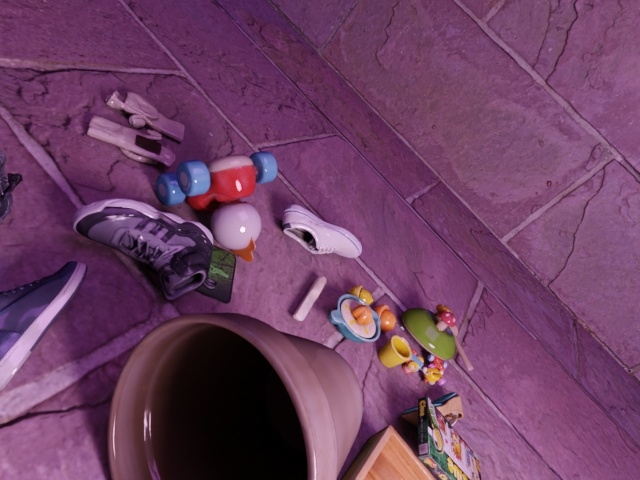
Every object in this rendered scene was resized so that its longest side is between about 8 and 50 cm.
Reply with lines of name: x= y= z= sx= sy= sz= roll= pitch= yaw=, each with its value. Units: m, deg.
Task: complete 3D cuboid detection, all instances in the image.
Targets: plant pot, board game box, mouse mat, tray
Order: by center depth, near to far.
plant pot: x=-0.080 y=0.259 z=0.664 sx=0.323 sy=0.323 sz=0.280 roll=57 pitch=21 yaw=21
tray: x=0.202 y=0.564 z=0.829 sx=0.411 sy=0.076 sz=0.203 roll=49 pitch=31 yaw=10
mouse mat: x=-0.265 y=0.045 z=0.980 sx=0.190 sy=0.007 sz=0.152 roll=28 pitch=34 yaw=-24
board game box: x=0.283 y=0.469 z=1.006 sx=0.259 sy=0.030 sz=0.136 roll=51 pitch=32 yaw=-25

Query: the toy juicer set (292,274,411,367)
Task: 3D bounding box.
toy juicer set: x=0.088 y=0.169 z=1.166 sx=0.329 sy=0.089 sz=0.209 roll=31 pitch=33 yaw=-21

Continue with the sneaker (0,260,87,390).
sneaker: x=-0.445 y=0.073 z=0.649 sx=0.163 sy=0.086 sz=0.226 roll=37 pitch=32 yaw=-18

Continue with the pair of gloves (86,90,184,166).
pair of gloves: x=-0.437 y=-0.280 z=1.141 sx=0.204 sy=0.042 sz=0.240 roll=29 pitch=33 yaw=-24

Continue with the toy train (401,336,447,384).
toy train: x=0.268 y=0.328 z=1.234 sx=0.166 sy=0.046 sz=0.125 roll=30 pitch=21 yaw=-17

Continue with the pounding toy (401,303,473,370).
pounding toy: x=0.356 y=0.246 z=1.333 sx=0.237 sy=0.110 sz=0.183 roll=29 pitch=20 yaw=-28

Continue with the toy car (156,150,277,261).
toy car: x=-0.211 y=-0.061 z=1.052 sx=0.219 sy=0.210 sz=0.237 roll=-17 pitch=94 yaw=-43

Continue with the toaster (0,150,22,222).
toaster: x=-0.537 y=-0.064 z=0.635 sx=0.147 sy=0.129 sz=0.227 roll=9 pitch=33 yaw=-9

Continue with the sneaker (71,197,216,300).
sneaker: x=-0.306 y=0.021 z=0.851 sx=0.269 sy=0.101 sz=0.153 roll=17 pitch=38 yaw=-42

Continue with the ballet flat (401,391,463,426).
ballet flat: x=0.279 y=0.416 z=1.105 sx=0.232 sy=0.080 sz=0.073 roll=4 pitch=63 yaw=-46

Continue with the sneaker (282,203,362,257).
sneaker: x=0.000 y=0.000 z=1.290 sx=0.258 sy=0.094 sz=0.091 roll=27 pitch=52 yaw=-20

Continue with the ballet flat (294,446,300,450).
ballet flat: x=0.014 y=0.353 z=0.875 sx=0.068 sy=0.072 sz=0.213 roll=21 pitch=20 yaw=23
